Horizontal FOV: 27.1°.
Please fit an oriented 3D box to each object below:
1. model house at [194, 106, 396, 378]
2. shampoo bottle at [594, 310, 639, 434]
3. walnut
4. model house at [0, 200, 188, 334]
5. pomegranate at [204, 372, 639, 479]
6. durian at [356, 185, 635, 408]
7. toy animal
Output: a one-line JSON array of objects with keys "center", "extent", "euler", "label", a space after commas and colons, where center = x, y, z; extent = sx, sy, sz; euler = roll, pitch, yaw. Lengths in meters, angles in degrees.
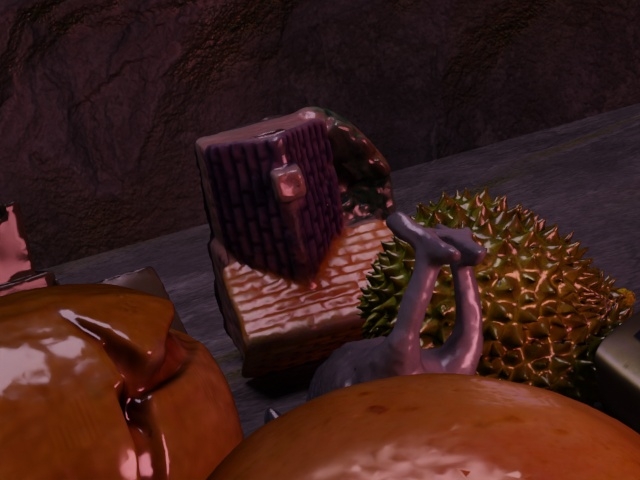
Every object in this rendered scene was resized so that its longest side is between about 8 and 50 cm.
[{"center": [0.000, 0.000, 1.271], "extent": [0.202, 0.237, 0.237], "euler": [-9, 12, -10], "label": "model house"}, {"center": [0.264, 0.093, 0.677], "extent": [0.125, 0.084, 0.350], "euler": [-19, 9, -13], "label": "shampoo bottle"}, {"center": [-0.189, 0.151, 0.702], "extent": [0.336, 0.209, 0.209], "euler": [-31, 15, -25], "label": "walnut"}, {"center": [-0.206, 0.094, 0.916], "extent": [0.211, 0.243, 0.204], "euler": [-18, 9, -26], "label": "model house"}, {"center": [0.041, 0.136, 0.372], "extent": [0.209, 0.209, 0.209], "euler": [-14, 8, 2], "label": "pomegranate"}, {"center": [0.122, 0.059, 0.887], "extent": [0.159, 0.198, 0.146], "euler": [-59, 5, -13], "label": "durian"}, {"center": [0.056, 0.086, 0.755], "extent": [0.081, 0.206, 0.367], "euler": [14, -6, -28], "label": "toy animal"}]
